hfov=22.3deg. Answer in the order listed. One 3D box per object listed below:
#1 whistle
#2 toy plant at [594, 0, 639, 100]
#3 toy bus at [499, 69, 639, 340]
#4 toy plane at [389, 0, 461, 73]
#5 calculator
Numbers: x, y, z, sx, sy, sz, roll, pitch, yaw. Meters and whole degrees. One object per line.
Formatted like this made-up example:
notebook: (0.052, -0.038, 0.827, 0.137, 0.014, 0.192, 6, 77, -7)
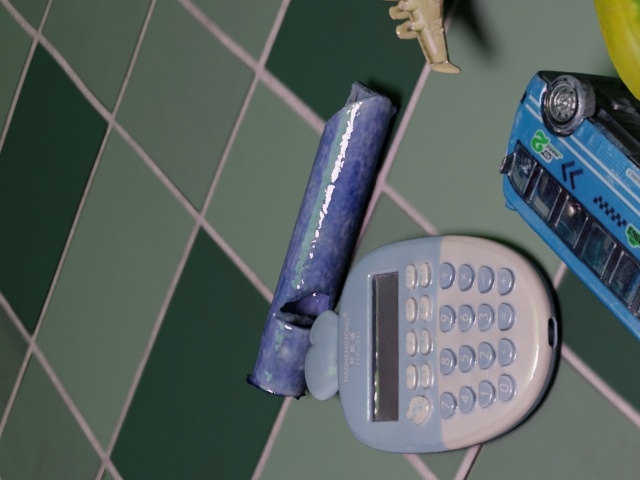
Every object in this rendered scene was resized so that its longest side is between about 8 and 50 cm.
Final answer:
whistle: (0.000, 0.000, 1.534, 0.062, 0.062, 0.304, 33, 111, 50)
toy plant: (0.343, -0.186, 1.030, 0.315, 0.184, 0.224, -16, 53, 40)
toy bus: (0.237, -0.020, 1.178, 0.246, 0.113, 0.134, 51, 130, 42)
toy plane: (0.103, -0.253, 1.417, 0.256, 0.104, 0.242, -1, 69, 47)
calculator: (0.090, 0.091, 1.416, 0.302, 0.042, 0.188, -10, 77, 52)
